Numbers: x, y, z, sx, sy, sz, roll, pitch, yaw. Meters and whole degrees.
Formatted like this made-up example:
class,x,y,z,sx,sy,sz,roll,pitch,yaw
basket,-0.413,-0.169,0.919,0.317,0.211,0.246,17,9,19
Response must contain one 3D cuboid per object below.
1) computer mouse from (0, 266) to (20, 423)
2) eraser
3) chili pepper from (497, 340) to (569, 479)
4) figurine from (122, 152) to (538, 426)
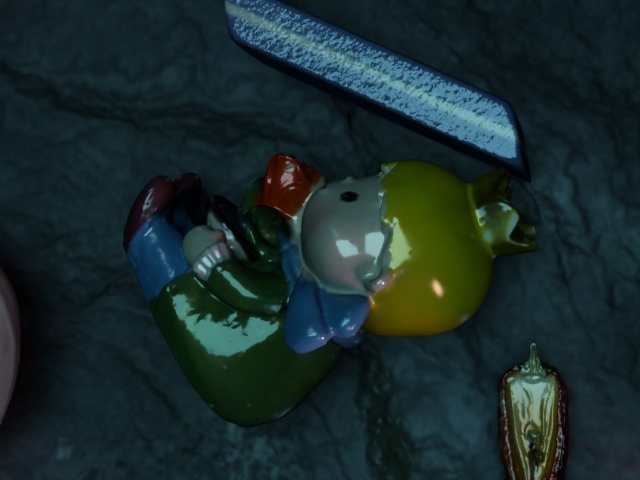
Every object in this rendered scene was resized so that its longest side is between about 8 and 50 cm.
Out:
class,x,y,z,sx,sy,sz,roll,pitch,yaw
computer mouse,-0.343,0.044,0.966,0.331,0.095,0.197,31,93,23
eraser,0.037,-0.102,0.883,0.225,0.082,0.036,26,91,14
chili pepper,0.136,0.152,0.869,0.045,0.027,0.178,-2,85,18
figurine,0.004,-0.003,0.872,0.234,0.127,0.185,-36,73,21
